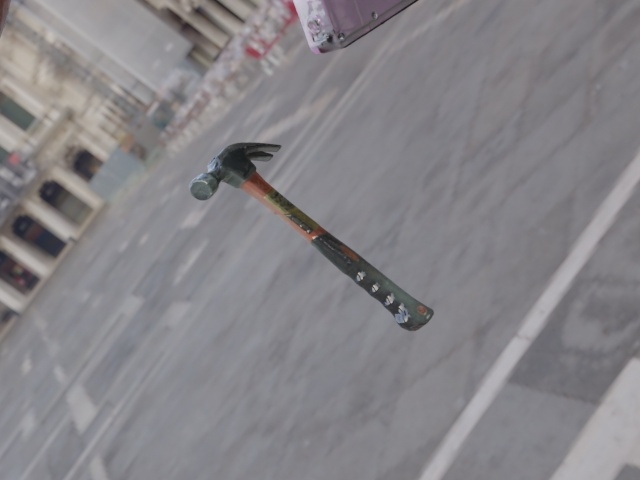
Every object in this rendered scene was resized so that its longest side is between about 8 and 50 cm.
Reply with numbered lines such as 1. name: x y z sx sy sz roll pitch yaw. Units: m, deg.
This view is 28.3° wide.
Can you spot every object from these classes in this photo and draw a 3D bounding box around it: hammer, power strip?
1. hammer: 0.000 0.000 1.346 0.111 0.288 0.033 -52 3 -42
2. power strip: 0.063 -0.282 1.256 0.038 0.109 0.279 -2 27 43

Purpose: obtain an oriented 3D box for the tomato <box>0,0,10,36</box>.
1. tomato: -0.313 -0.180 0.844 0.208 0.208 0.184 -68 -19 -57
